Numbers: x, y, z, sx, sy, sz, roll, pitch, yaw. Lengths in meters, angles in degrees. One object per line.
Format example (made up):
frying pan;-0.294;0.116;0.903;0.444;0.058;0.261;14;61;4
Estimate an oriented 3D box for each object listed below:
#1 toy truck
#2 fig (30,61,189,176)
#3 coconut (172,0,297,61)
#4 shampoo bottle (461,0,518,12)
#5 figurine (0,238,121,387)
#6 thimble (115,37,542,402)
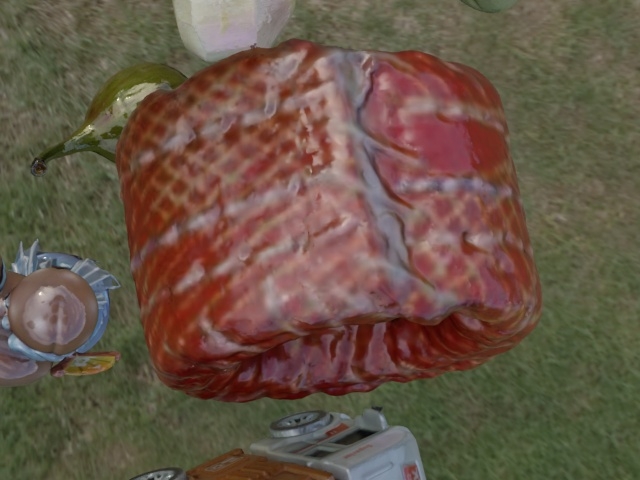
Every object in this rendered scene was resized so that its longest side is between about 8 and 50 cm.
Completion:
toy truck;-0.060;0.292;1.157;0.387;0.207;0.173;-19;98;-38
fig;-0.231;-0.113;1.341;0.236;0.124;0.124;-32;111;-40
coconut;-0.126;-0.352;1.823;0.183;0.171;0.171;-13;105;1
shampoo bottle;0.110;-0.173;0.519;0.162;0.079;0.079;-39;109;-2
figurine;-0.447;0.108;1.881;0.277;0.388;0.248;21;100;6
thimble;0.000;0.000;1.027;0.350;0.350;0.230;-4;74;-15
